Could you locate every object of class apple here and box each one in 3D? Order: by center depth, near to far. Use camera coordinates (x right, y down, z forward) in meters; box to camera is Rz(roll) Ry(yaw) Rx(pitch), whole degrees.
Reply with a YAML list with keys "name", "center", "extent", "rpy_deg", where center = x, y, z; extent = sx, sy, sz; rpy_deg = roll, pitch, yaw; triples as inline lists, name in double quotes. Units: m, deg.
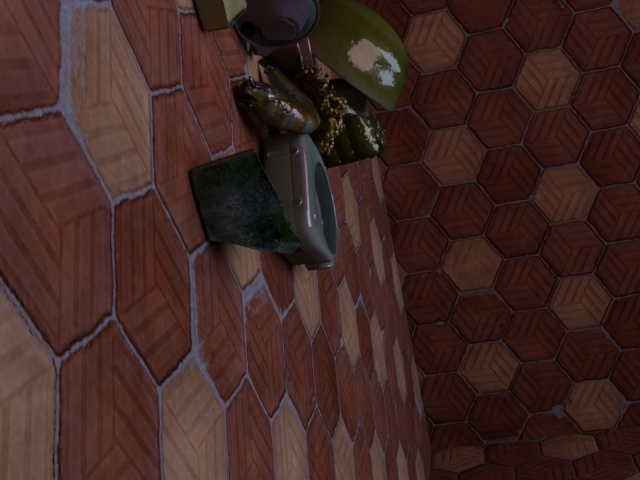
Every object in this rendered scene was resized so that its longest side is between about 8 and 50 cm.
- name: "apple"
  center: [0.097, -0.531, 2.504]
  extent: [0.320, 0.360, 0.311]
  rpy_deg: [-58, -172, -24]

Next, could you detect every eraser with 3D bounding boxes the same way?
- name: "eraser"
  center: [-0.189, -0.463, 1.614]
  extent: [0.172, 0.058, 0.117]
  rpy_deg: [-77, 154, -63]

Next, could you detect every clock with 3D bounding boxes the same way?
- name: "clock"
  center: [-0.037, -0.064, 1.927]
  extent: [0.324, 0.108, 0.265]
  rpy_deg: [61, 21, -61]

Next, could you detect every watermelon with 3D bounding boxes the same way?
- name: "watermelon"
  center: [-0.125, -0.078, 1.508]
  extent: [0.257, 0.139, 0.193]
  rpy_deg: [-96, 168, -72]

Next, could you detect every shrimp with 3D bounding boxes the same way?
- name: "shrimp"
  center: [-0.075, -0.302, 1.842]
  extent: [0.185, 0.068, 0.287]
  rpy_deg: [39, 26, -12]

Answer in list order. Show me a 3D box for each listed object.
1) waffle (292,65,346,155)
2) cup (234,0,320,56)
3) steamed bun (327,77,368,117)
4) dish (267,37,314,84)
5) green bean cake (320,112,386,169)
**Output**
- name: "waffle"
  center: [-0.012, -0.292, 1.975]
  extent: [0.197, 0.070, 0.193]
  rpy_deg: [-49, -124, 49]
- name: "cup"
  center: [-0.111, -0.534, 1.861]
  extent: [0.226, 0.182, 0.264]
  rpy_deg: [119, -31, -49]
- name: "steamed bun"
  center: [0.064, -0.377, 2.558]
  extent: [0.250, 0.154, 0.200]
  rpy_deg: [-66, 145, -65]
- name: "dish"
  center: [-0.080, -0.453, 2.076]
  extent: [0.213, 0.090, 0.214]
  rpy_deg: [-10, 90, -81]
- name: "green bean cake"
  center: [0.042, -0.245, 2.164]
  extent: [0.236, 0.232, 0.124]
  rpy_deg: [-40, 114, -78]
